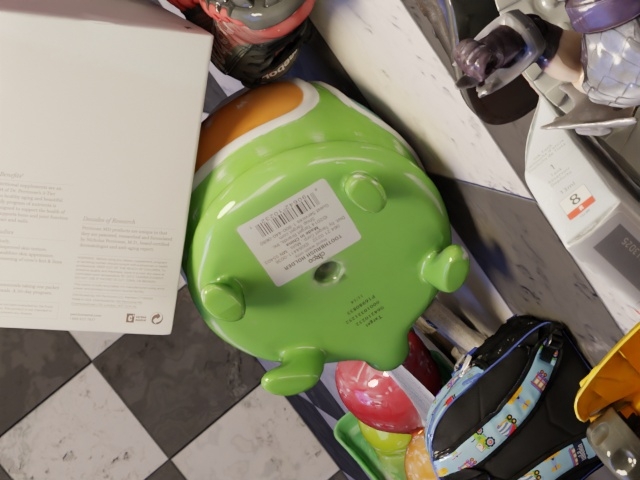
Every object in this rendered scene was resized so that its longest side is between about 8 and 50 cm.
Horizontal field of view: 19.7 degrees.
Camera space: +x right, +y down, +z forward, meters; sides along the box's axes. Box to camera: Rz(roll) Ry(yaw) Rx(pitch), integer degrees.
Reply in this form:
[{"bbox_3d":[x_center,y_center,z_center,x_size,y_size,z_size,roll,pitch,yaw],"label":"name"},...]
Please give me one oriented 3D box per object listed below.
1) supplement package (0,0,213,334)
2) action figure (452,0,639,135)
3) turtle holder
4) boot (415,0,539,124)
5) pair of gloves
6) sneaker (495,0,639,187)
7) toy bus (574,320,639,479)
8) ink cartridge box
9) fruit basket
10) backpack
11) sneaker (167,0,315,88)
[{"bbox_3d":[-0.229,-0.075,1.585,0.198,0.199,0.263,-143,60,-64],"label":"supplement package"},{"bbox_3d":[0.130,-0.136,0.891,0.185,0.099,0.285,-18,119,33],"label":"action figure"},{"bbox_3d":[0.006,-0.015,1.673,0.320,0.243,0.227,19,-150,-36],"label":"turtle holder"},{"bbox_3d":[0.051,-0.216,1.141,0.229,0.091,0.263,47,166,46],"label":"boot"},{"bbox_3d":[0.169,0.123,1.863,0.204,0.042,0.240,45,176,0],"label":"pair of gloves"},{"bbox_3d":[0.171,-0.091,1.044,0.235,0.090,0.095,54,-176,-2],"label":"sneaker"},{"bbox_3d":[0.279,0.135,1.237,0.220,0.149,0.211,47,-178,2],"label":"toy bus"},{"bbox_3d":[0.162,-0.017,1.045,0.145,0.045,0.179,39,-168,-33],"label":"ink cartridge box"},{"bbox_3d":[0.112,0.179,1.989,0.327,0.165,0.353,45,165,46],"label":"fruit basket"},{"bbox_3d":[0.172,0.171,1.669,0.158,0.173,0.117,53,169,-16],"label":"backpack"},{"bbox_3d":[-0.051,-0.193,1.557,0.135,0.097,0.276,55,171,-20],"label":"sneaker"}]
